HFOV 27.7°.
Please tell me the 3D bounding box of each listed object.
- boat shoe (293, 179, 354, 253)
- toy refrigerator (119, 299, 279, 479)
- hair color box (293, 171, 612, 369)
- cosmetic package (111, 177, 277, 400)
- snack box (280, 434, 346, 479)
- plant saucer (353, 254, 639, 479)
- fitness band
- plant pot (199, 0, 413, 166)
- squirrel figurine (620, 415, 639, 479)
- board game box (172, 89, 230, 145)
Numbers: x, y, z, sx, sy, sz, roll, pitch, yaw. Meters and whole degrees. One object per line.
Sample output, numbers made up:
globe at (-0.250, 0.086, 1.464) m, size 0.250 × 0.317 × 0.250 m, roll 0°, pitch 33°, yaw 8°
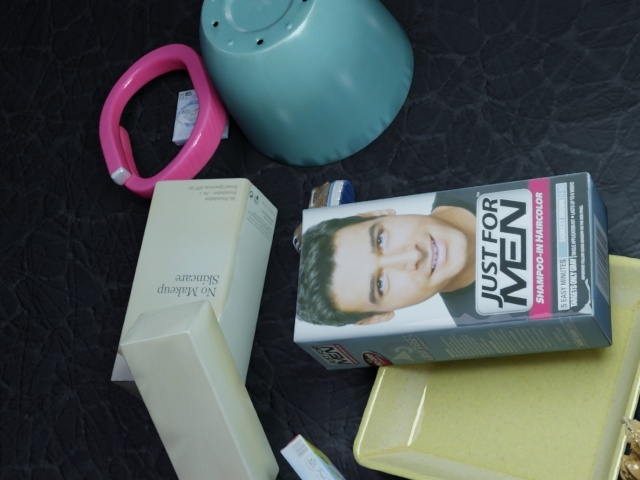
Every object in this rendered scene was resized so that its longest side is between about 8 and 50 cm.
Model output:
boat shoe at (0.000, 0.000, 1.837) m, size 0.066 × 0.066 × 0.183 m, roll -3°, pitch 55°, yaw 29°
toy refrigerator at (-0.152, 0.217, 1.681) m, size 0.102 × 0.270 × 0.094 m, roll -13°, pitch 22°, yaw 20°
hair color box at (0.162, 0.043, 1.608) m, size 0.374 × 0.113 × 0.185 m, roll -7°, pitch 64°, yaw 23°
cosmetic package at (-0.176, 0.073, 1.850) m, size 0.160 × 0.113 × 0.310 m, roll -2°, pitch 65°, yaw 24°
snack box at (0.017, 0.319, 1.645) m, size 0.037 × 0.100 × 0.141 m, roll -42°, pitch 55°, yaw 0°
plant saucer at (0.245, 0.168, 1.624) m, size 0.332 × 0.081 × 0.333 m, roll 10°, pitch 71°, yaw 30°
fitness band at (-0.247, -0.189, 2.010) m, size 0.209 × 0.054 × 0.291 m, roll -38°, pitch 42°, yaw 14°
plant pot at (-0.042, -0.288, 1.888) m, size 0.293 × 0.235 × 0.293 m, roll -11°, pitch 62°, yaw 21°
squirrel figurine at (0.480, 0.333, 1.364) m, size 0.370 × 0.281 × 0.397 m, roll -43°, pitch 41°, yaw 13°
board game box at (-0.184, -0.197, 2.039) m, size 0.090 × 0.020 × 0.090 m, roll -6°, pitch 62°, yaw 23°
